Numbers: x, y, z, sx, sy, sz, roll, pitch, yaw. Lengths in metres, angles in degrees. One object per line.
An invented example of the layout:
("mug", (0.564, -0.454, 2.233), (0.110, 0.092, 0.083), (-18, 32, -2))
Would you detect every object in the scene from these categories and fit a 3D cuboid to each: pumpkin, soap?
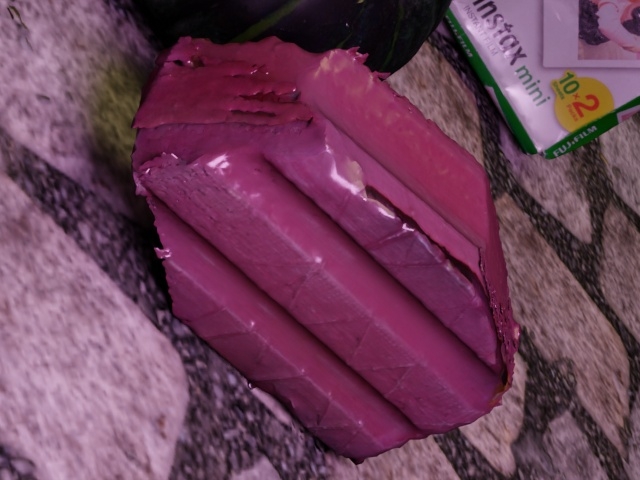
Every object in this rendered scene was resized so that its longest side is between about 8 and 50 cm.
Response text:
("pumpkin", (-0.011, -0.211, 1.205), (0.250, 0.216, 0.249), (8, 77, -37))
("soap", (0.000, 0.000, 1.085), (0.289, 0.182, 0.112), (40, 37, -30))

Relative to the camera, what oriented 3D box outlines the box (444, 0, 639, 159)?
("box", (0.241, -0.200, 1.578), (0.180, 0.250, 0.103), (56, 14, -11))
